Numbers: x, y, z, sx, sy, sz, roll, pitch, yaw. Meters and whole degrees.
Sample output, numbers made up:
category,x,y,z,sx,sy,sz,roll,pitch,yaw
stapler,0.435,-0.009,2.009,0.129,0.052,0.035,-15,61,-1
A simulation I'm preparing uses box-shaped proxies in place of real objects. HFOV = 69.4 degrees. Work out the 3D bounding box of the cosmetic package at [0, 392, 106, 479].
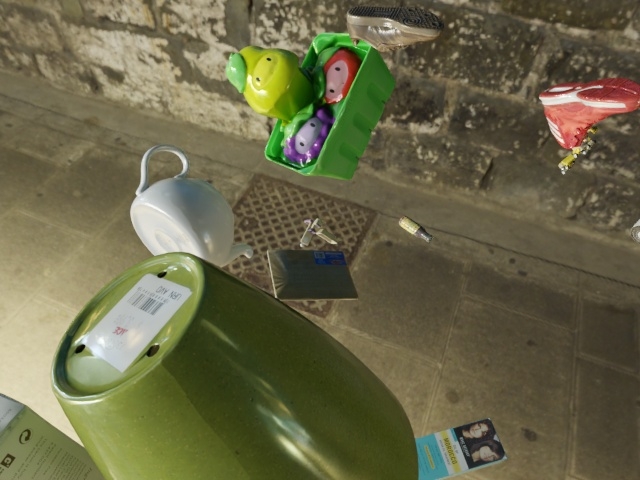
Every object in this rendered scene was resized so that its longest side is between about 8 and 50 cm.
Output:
category,x,y,z,sx,sy,sz,roll,pitch,yaw
cosmetic package,-0.357,0.317,0.560,0.196,0.366,0.155,8,48,23

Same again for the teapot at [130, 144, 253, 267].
category,x,y,z,sx,sy,sz,roll,pitch,yaw
teapot,-0.293,-0.055,1.063,0.252,0.256,0.187,28,53,14

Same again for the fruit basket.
category,x,y,z,sx,sy,sz,roll,pitch,yaw
fruit basket,-0.041,-0.366,1.171,0.391,0.393,0.282,-31,36,-23

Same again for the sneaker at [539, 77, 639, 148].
category,x,y,z,sx,sy,sz,roll,pitch,yaw
sneaker,0.556,-0.252,0.940,0.086,0.128,0.221,-31,26,-4

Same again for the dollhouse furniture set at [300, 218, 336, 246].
category,x,y,z,sx,sy,sz,roll,pitch,yaw
dollhouse furniture set,0.000,0.000,1.359,0.114,0.091,0.081,32,73,-24

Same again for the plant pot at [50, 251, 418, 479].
category,x,y,z,sx,sy,sz,roll,pitch,yaw
plant pot,-0.084,0.157,0.431,0.274,0.294,0.275,-19,38,16

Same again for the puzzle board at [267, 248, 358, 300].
category,x,y,z,sx,sy,sz,roll,pitch,yaw
puzzle board,-0.013,0.053,0.707,0.128,0.011,0.097,2,45,-20

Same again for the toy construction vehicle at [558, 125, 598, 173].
category,x,y,z,sx,sy,sz,roll,pitch,yaw
toy construction vehicle,0.593,-0.211,1.066,0.085,0.098,0.035,-39,67,-7

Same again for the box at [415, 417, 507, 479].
category,x,y,z,sx,sy,sz,roll,pitch,yaw
box,0.322,0.525,1.143,0.244,0.060,0.101,-13,57,-7

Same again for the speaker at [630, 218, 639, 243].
category,x,y,z,sx,sy,sz,roll,pitch,yaw
speaker,0.684,-0.049,0.924,0.136,0.055,0.055,-41,60,-16

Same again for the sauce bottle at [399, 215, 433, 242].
category,x,y,z,sx,sy,sz,roll,pitch,yaw
sauce bottle,0.322,-0.038,1.550,0.042,0.042,0.128,-34,51,-25

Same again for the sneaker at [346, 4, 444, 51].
category,x,y,z,sx,sy,sz,roll,pitch,yaw
sneaker,0.138,-0.387,0.859,0.188,0.071,0.066,22,60,24
